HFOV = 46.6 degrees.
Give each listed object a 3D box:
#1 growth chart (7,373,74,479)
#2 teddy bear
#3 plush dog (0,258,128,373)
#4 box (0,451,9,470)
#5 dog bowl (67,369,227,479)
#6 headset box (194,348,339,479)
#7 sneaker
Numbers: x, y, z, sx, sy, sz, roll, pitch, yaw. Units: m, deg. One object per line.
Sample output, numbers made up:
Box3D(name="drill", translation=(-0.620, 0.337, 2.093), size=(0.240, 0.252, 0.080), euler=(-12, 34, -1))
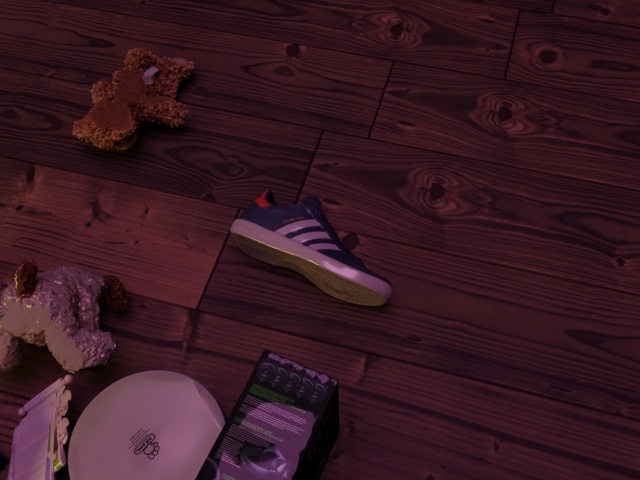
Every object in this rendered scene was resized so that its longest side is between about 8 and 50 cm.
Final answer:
Box3D(name="growth chart", translation=(-0.475, 0.354, 1.249), size=(0.172, 0.021, 0.237), euler=(-27, 51, 29))
Box3D(name="teddy bear", translation=(-0.415, -0.316, 1.688), size=(0.245, 0.113, 0.337), euler=(4, 50, -3))
Box3D(name="plush dog", translation=(-0.484, 0.113, 1.353), size=(0.263, 0.210, 0.225), euler=(-3, 13, 6))
Box3D(name="box", translation=(-0.682, 0.404, 1.207), size=(0.165, 0.143, 0.270), euler=(29, 63, 19))
Box3D(name="dog bowl", translation=(-0.277, 0.356, 1.239), size=(0.265, 0.104, 0.264), euler=(-2, 58, 2))
Box3D(name="headset box", translation=(-0.075, 0.339, 1.155), size=(0.131, 0.246, 0.283), euler=(20, 62, 14))
Box3D(name="sneaker", translation=(0.000, 0.000, 1.434), size=(0.350, 0.131, 0.148), euler=(25, 67, 18))
